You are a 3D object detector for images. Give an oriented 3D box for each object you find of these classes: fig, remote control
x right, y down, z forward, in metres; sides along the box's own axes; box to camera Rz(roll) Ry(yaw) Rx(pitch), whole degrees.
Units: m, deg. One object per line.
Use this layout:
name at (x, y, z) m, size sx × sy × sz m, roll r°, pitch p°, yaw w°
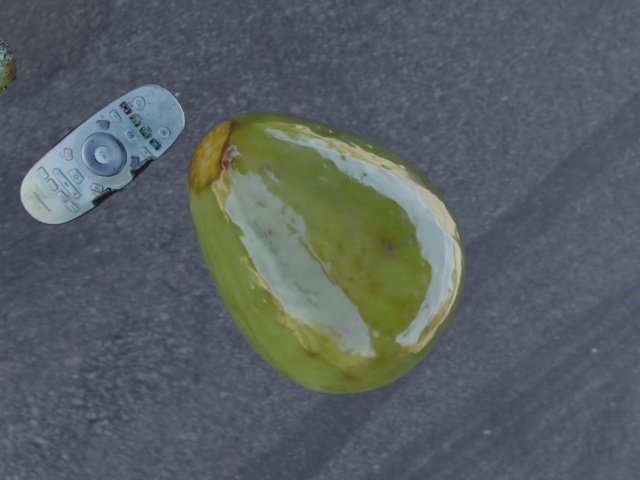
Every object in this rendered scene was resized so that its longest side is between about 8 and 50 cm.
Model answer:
fig at (0.000, 0.000, 1.079) m, size 0.326 × 0.258 × 0.258 m, roll 48°, pitch 65°, yaw -30°
remote control at (-0.270, -0.103, 1.277) m, size 0.097 × 0.256 × 0.045 m, roll 53°, pitch 23°, yaw -15°

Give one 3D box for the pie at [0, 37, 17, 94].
pie at (-0.585, -0.317, 1.495) m, size 0.103 × 0.288 × 0.355 m, roll -57°, pitch 134°, yaw -17°
